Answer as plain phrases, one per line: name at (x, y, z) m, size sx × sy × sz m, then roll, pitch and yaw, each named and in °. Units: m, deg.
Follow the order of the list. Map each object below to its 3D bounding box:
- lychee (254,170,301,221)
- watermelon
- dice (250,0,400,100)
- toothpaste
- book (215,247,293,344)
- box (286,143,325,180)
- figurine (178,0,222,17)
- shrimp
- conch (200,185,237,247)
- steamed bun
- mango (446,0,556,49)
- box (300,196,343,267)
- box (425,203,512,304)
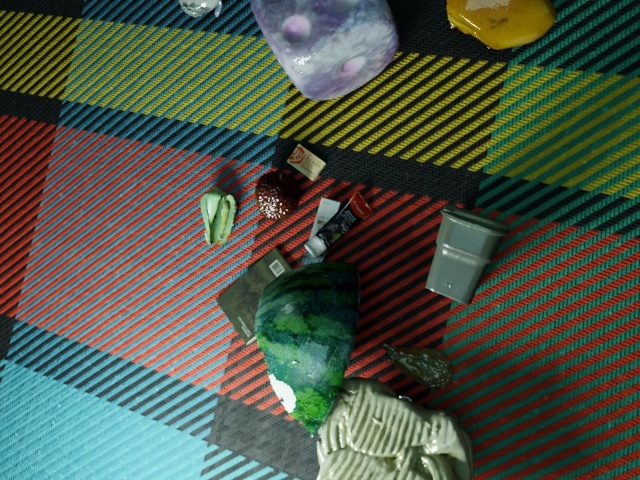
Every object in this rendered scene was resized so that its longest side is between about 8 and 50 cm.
lychee at (-0.112, -0.112, 1.248) m, size 0.123 × 0.123 × 0.129 m, roll 33°, pitch 106°, yaw 16°
watermelon at (-0.051, 0.212, 1.115) m, size 0.222 × 0.292 × 0.319 m, roll 19°, pitch 110°, yaw -3°
dice at (0.014, -0.518, 1.146) m, size 0.270 × 0.270 × 0.271 m, roll -28°, pitch 79°, yaw 14°
toothpaste at (0.044, -0.038, 1.199) m, size 0.193 × 0.045 × 0.071 m, roll -41°, pitch 110°, yaw -9°
book at (-0.158, 0.150, 1.296) m, size 0.228 × 0.024 × 0.160 m, roll -40°, pitch 76°, yaw 12°
box at (-0.037, -0.206, 1.281) m, size 0.093 × 0.015 × 0.058 m, roll 38°, pitch 100°, yaw 15°
figurine at (-0.339, -0.714, 1.348) m, size 0.209 × 0.128 × 0.183 m, roll 10°, pitch 88°, yaw 22°
shrimp at (0.228, 0.291, 1.162) m, size 0.184 × 0.043 × 0.091 m, roll 21°, pitch 86°, yaw 11°
conch at (-0.272, -0.063, 1.322) m, size 0.106 × 0.079 × 0.170 m, roll 5°, pitch 104°, yaw 24°
steamed bun at (0.160, 0.487, 1.068) m, size 0.347 × 0.237 × 0.394 m, roll -25°, pitch 59°, yaw 3°
mango at (0.403, -0.523, 1.100) m, size 0.252 × 0.126 × 0.153 m, roll 20°, pitch 105°, yaw 17°
box at (0.000, 0.000, 1.246) m, size 0.055 × 0.039 × 0.218 m, roll 17°, pitch 93°, yaw 16°
box at (0.311, 0.026, 1.031) m, size 0.138 × 0.274 × 0.178 m, roll 20°, pitch 100°, yaw 19°
